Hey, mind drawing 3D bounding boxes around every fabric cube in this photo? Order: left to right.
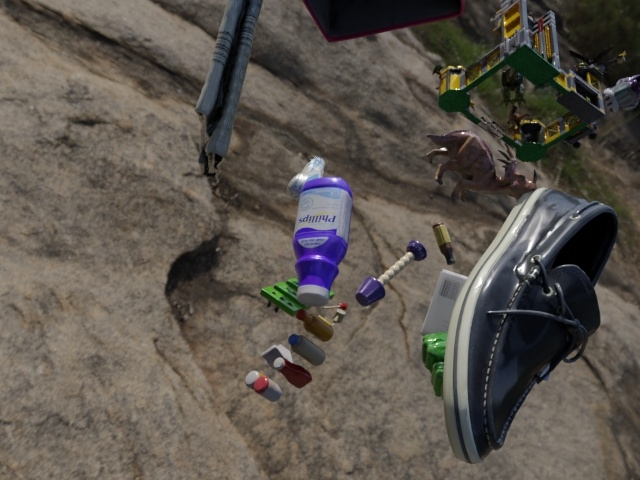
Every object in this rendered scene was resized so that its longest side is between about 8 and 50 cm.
[{"bbox_3d":[0.093,-0.526,0.996,0.254,0.259,0.258,46,48,-55],"label":"fabric cube"}]

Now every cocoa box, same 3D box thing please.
[{"bbox_3d":[0.532,0.258,1.879,0.228,0.231,0.347,16,2,-37],"label":"cocoa box"}]

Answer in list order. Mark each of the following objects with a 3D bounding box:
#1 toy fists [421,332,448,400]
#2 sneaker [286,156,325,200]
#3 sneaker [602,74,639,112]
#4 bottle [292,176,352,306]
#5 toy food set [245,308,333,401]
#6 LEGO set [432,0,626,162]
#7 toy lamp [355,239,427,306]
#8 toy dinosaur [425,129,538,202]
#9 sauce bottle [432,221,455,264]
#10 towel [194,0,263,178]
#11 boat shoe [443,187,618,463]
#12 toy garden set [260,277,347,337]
[{"bbox_3d":[0.337,0.326,1.546,0.142,0.096,0.279,8,25,-8],"label":"toy fists"},{"bbox_3d":[-0.024,-0.160,1.654,0.086,0.085,0.237,35,29,-3],"label":"sneaker"},{"bbox_3d":[0.797,-0.380,1.536,0.224,0.098,0.083,-30,92,-44],"label":"sneaker"},{"bbox_3d":[0.000,0.000,1.304,0.092,0.118,0.283,54,38,-53],"label":"bottle"},{"bbox_3d":[-0.083,0.255,1.309,0.104,0.232,0.111,43,18,-38],"label":"toy food set"},{"bbox_3d":[0.393,-0.325,1.187,0.331,0.255,0.192,21,56,-19],"label":"LEGO set"},{"bbox_3d":[0.207,0.100,1.793,0.275,0.080,0.080,-35,82,-32],"label":"toy lamp"},{"bbox_3d":[0.394,-0.200,1.535,0.295,0.200,0.127,46,24,-17],"label":"toy dinosaur"},{"bbox_3d":[0.367,0.010,1.803,0.042,0.042,0.128,3,67,-43],"label":"sauce bottle"},{"bbox_3d":[-0.142,-0.259,0.923,0.056,0.312,0.324,13,87,-12],"label":"towel"},{"bbox_3d":[0.312,0.098,0.879,0.500,0.156,0.187,-51,132,-36],"label":"boat shoe"},{"bbox_3d":[-0.026,0.181,1.636,0.204,0.049,0.244,32,19,20],"label":"toy garden set"}]
